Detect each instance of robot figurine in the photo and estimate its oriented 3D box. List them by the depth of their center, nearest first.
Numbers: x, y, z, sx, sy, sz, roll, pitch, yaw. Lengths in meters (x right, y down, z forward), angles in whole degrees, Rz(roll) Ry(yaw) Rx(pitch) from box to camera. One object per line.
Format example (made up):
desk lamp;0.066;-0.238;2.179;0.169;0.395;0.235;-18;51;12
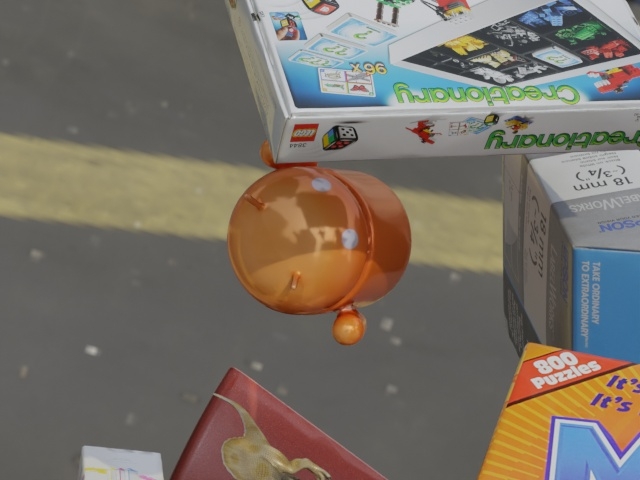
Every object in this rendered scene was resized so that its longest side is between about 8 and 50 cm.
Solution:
robot figurine;0.001;0.002;1.410;0.128;0.158;0.219;16;6;22

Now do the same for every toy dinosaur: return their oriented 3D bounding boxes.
toy dinosaur;-0.043;0.183;1.343;0.092;0.053;0.183;31;27;-22

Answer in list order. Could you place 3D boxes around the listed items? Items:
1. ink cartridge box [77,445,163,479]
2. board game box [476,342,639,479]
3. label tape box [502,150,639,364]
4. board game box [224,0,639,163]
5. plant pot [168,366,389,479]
ink cartridge box;-0.218;0.297;1.783;0.089;0.092;0.143;7;20;-12
board game box;0.263;0.344;1.138;0.356;0.357;0.356;11;39;15
label tape box;0.247;0.064;1.421;0.105;0.241;0.334;-9;33;-6
board game box;0.092;-0.148;1.225;0.305;0.053;0.193;-3;51;-19
plant pot;-0.089;0.364;2.142;0.267;0.236;0.267;36;-21;7
